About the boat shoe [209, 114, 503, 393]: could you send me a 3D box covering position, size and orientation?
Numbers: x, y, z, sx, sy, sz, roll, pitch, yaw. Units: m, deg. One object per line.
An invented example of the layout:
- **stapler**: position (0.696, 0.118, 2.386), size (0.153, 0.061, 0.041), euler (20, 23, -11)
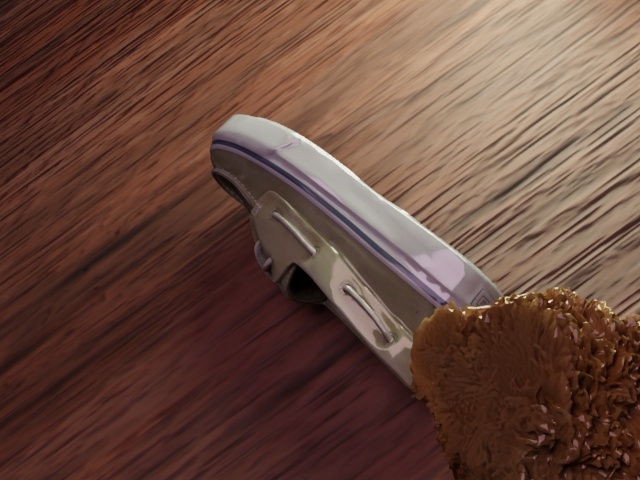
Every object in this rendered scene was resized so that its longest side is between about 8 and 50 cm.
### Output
- **boat shoe**: position (0.000, 0.000, 0.817), size (0.094, 0.109, 0.302), euler (-47, 49, -9)

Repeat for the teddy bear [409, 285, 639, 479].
- **teddy bear**: position (0.119, 0.198, 0.571), size (0.245, 0.113, 0.338), euler (-28, 57, 31)
